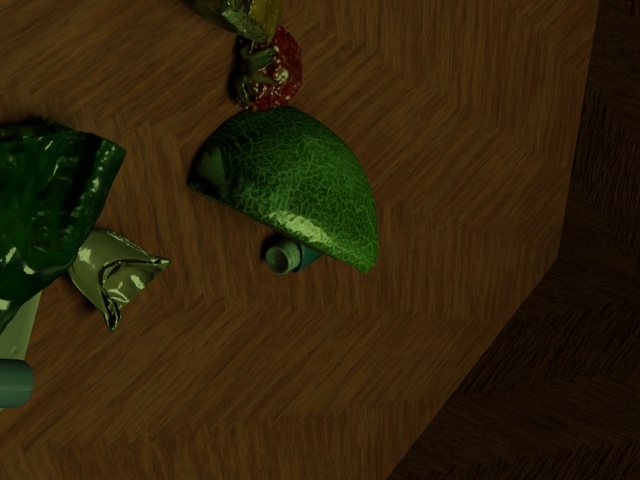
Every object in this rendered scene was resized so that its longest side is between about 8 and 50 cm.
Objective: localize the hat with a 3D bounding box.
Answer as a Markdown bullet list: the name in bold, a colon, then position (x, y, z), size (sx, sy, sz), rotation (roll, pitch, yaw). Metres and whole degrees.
- **hat**: position (-0.334, 0.042, 1.718), size (0.147, 0.085, 0.175), rotation (-47, 128, -10)

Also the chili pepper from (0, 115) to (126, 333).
- **chili pepper**: position (-0.404, -0.011, 1.413), size (0.385, 0.168, 0.213), rotation (-57, 155, -18)

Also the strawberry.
- **strawberry**: position (-0.065, -0.300, 1.873), size (0.208, 0.087, 0.167), rotation (-24, 132, -55)

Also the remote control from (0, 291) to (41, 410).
- **remote control**: position (-0.465, 0.149, 1.605), size (0.077, 0.022, 0.244), rotation (-10, 122, -61)

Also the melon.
- **melon**: position (-0.064, -0.093, 1.945), size (0.343, 0.226, 0.331), rotation (15, 60, -64)

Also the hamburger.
- **hamburger**: position (-0.105, -0.384, 1.672), size (0.155, 0.135, 0.208), rotation (-60, 156, -5)

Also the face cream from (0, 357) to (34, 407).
- **face cream**: position (-0.546, 0.183, 1.398), size (0.385, 0.086, 0.135), rotation (10, 113, -52)

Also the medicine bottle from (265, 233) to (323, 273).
- **medicine bottle**: position (0.000, 0.000, 2.223), size (0.258, 0.124, 0.079), rotation (-29, 141, -46)
